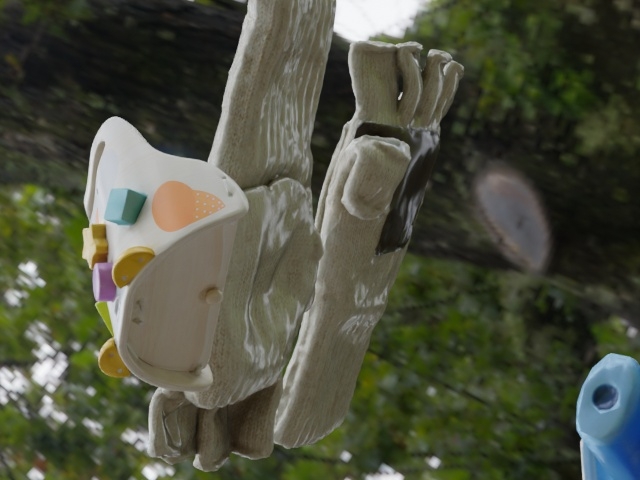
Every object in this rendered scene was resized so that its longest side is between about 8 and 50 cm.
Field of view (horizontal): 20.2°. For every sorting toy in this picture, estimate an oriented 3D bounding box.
[{"bbox_3d":[-0.062,-0.001,0.605,0.045,0.075,0.083,-8,-45,-24],"label":"sorting toy"}]

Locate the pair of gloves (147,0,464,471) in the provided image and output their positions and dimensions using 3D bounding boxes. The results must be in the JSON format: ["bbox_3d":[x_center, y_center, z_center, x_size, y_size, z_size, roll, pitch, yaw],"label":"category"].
[{"bbox_3d":[0.000,0.000,0.781,0.240,0.042,0.204,9,-83,-71],"label":"pair of gloves"}]

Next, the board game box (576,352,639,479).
[{"bbox_3d":[0.243,0.164,0.349,0.050,0.390,0.390,50,-146,-50],"label":"board game box"}]
